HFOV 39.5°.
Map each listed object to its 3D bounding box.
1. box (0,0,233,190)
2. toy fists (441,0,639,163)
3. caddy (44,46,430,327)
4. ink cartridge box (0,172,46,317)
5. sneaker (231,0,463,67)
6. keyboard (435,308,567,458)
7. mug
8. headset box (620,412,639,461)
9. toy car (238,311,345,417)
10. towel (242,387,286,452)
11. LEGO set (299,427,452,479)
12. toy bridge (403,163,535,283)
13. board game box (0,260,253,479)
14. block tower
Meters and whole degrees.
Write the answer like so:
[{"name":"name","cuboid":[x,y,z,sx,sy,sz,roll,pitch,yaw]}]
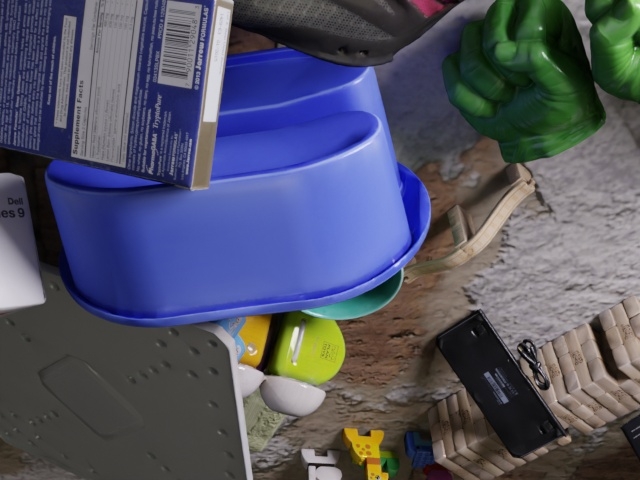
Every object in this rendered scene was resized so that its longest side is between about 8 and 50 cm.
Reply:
[{"name":"box","cuboid":[-0.179,-0.125,0.661,0.225,0.036,0.136,13,101,18]},{"name":"toy fists","cuboid":[0.232,-0.156,0.754,0.279,0.096,0.142,-12,122,42]},{"name":"caddy","cuboid":[-0.075,-0.039,0.796,0.342,0.241,0.179,-7,126,4]},{"name":"ink cartridge box","cuboid":[-0.412,0.036,0.770,0.289,0.121,0.211,-18,172,39]},{"name":"sneaker","cuboid":[0.060,-0.244,0.673,0.483,0.185,0.202,-1,141,11]},{"name":"keyboard","cuboid":[0.228,0.167,1.075,0.108,0.023,0.180,-38,83,33]},{"name":"mug","cuboid":[0.009,-0.002,0.927,0.129,0.097,0.158,-32,126,25]},{"name":"headset box","cuboid":[0.541,0.318,1.078,0.246,0.283,0.131,9,136,-43]},{"name":"toy car","cuboid":[-0.065,0.110,1.013,0.182,0.159,0.136,19,163,-20]},{"name":"towel","cuboid":[-0.099,0.228,1.182,0.110,0.027,0.148,18,129,-18]},{"name":"LEGO set","cuboid":[0.090,0.321,1.232,0.227,0.093,0.087,5,132,-7]},{"name":"toy bridge","cuboid":[0.154,-0.009,0.951,0.026,0.063,0.188,33,124,-29]},{"name":"board game box","cuboid":[-0.241,0.158,0.981,0.390,0.050,0.389,17,136,19]},{"name":"block tower","cuboid":[0.287,0.202,1.136,0.335,0.090,0.097,-37,124,27]}]
